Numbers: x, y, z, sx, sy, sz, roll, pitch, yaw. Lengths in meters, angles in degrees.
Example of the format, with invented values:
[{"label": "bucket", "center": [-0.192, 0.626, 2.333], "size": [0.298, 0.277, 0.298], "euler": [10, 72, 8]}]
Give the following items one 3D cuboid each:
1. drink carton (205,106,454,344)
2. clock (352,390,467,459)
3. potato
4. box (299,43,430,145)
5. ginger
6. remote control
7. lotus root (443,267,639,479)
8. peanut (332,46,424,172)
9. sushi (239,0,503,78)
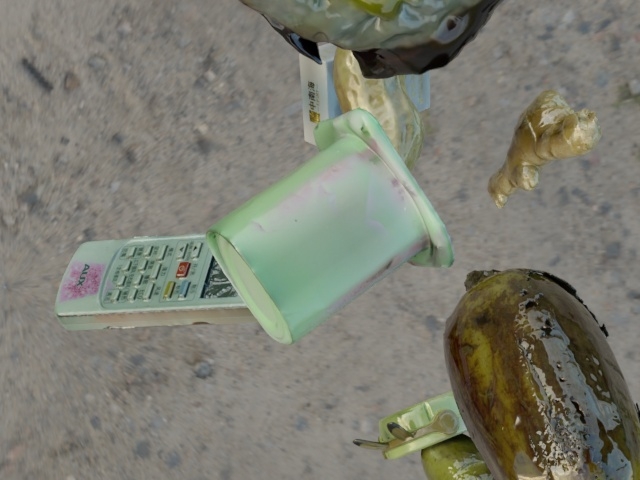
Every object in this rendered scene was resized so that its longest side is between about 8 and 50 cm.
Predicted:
[{"label": "drink carton", "center": [0.000, 0.000, 0.915], "size": [0.142, 0.146, 0.144], "euler": [-37, 99, -15]}, {"label": "clock", "center": [0.162, 0.289, 1.857], "size": [0.232, 0.170, 0.069], "euler": [-9, 74, -47]}, {"label": "potato", "center": [0.243, 0.372, 1.798], "size": [0.149, 0.251, 0.113], "euler": [23, 110, -40]}, {"label": "box", "center": [0.076, -0.257, 1.921], "size": [0.243, 0.067, 0.155], "euler": [-27, 125, -36]}, {"label": "ginger", "center": [0.339, -0.142, 1.878], "size": [0.081, 0.333, 0.148], "euler": [-2, 65, -23]}, {"label": "remote control", "center": [-0.212, 0.056, 1.681], "size": [0.344, 0.050, 0.145], "euler": [-4, 49, 20]}, {"label": "lotus root", "center": [0.250, 0.175, 1.327], "size": [0.179, 0.397, 0.196], "euler": [-39, 134, 23]}, {"label": "peanut", "center": [0.082, -0.191, 1.676], "size": [0.111, 0.125, 0.274], "euler": [-17, 102, -45]}, {"label": "sushi", "center": [0.039, -0.324, 1.031], "size": [0.281, 0.294, 0.299], "euler": [-30, 126, 18]}]
